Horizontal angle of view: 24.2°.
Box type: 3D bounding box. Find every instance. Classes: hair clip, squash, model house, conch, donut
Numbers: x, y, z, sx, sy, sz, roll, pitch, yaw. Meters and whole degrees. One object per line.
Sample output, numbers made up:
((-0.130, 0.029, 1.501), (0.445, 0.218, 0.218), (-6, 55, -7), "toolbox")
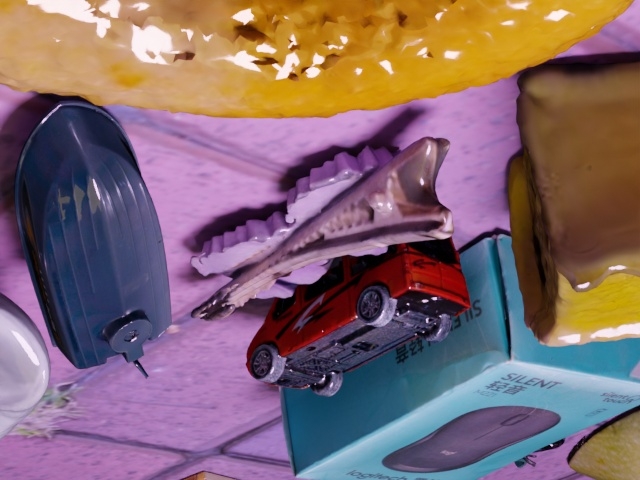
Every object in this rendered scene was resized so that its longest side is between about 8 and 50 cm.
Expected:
((0.000, 0.000, 1.094), (0.106, 0.084, 0.292), (8, 155, -41), "hair clip")
((0.391, 0.229, 1.741), (0.237, 0.155, 0.204), (20, 106, -42), "squash")
((0.233, -0.003, 1.042), (0.193, 0.175, 0.234), (-9, 151, -2), "model house")
((-0.304, 0.095, 1.134), (0.221, 0.121, 0.185), (-27, 145, 20), "conch")
((-0.050, -0.180, 0.611), (0.377, 0.163, 0.435), (-18, 153, 21), "donut")

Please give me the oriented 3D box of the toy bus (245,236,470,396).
((0.022, 0.054, 1.187), (0.081, 0.089, 0.195), (18, 143, -41), "toy bus")

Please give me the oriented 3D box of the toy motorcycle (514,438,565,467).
((0.177, 0.218, 1.608), (0.173, 0.058, 0.100), (-2, 160, -10), "toy motorcycle")

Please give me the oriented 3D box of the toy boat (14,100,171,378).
((-0.159, -0.007, 1.020), (0.093, 0.103, 0.246), (-26, 145, -18), "toy boat")

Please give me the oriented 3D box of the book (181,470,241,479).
((-0.160, 0.306, 1.728), (0.172, 0.012, 0.118), (-25, 150, 30), "book")

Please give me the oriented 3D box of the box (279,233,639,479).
((0.132, 0.122, 1.329), (0.205, 0.118, 0.311), (11, 148, -37), "box")
